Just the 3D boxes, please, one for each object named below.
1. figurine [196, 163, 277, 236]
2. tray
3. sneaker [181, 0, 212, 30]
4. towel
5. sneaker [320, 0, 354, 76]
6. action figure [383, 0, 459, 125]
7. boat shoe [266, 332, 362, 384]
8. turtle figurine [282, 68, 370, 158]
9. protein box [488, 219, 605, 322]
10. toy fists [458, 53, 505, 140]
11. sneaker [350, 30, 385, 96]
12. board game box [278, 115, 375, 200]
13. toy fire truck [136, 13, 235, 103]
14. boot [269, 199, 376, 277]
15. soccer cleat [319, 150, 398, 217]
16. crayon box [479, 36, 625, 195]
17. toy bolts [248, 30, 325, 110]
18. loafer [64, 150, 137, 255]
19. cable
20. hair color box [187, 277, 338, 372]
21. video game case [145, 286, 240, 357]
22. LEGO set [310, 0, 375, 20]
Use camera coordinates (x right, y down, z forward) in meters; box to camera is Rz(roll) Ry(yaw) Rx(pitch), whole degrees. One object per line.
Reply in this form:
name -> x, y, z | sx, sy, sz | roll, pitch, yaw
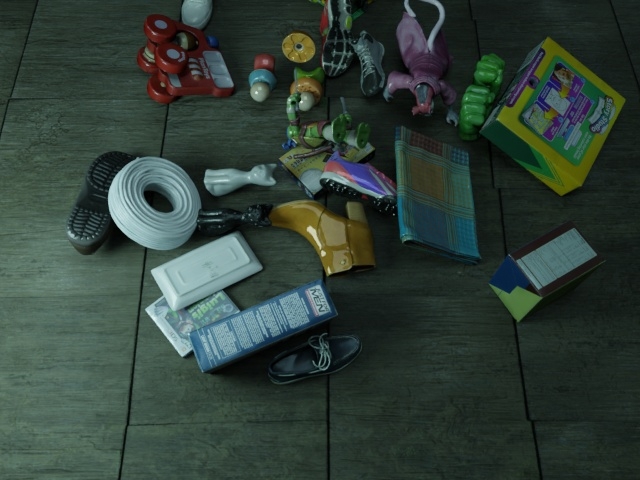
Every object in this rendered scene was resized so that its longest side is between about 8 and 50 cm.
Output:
figurine -> -0.221, -0.121, 1.699 | 0.210, 0.092, 0.214 | -5, 62, 19
tray -> -0.306, 0.073, 1.650 | 0.270, 0.030, 0.145 | -26, 67, -21
sneaker -> -0.411, -0.859, 2.039 | 0.108, 0.169, 0.292 | 8, 66, 1
towel -> 0.326, -0.131, 1.703 | 0.272, 0.040, 0.370 | 15, 61, -27
sneaker -> 0.046, -0.665, 1.983 | 0.107, 0.118, 0.278 | 7, 88, -23
action figure -> 0.333, -0.516, 1.837 | 0.248, 0.275, 0.370 | 9, 51, -2
boat shoe -> -0.014, 0.292, 1.542 | 0.255, 0.079, 0.095 | -14, 65, -7
turtle figurine -> 0.013, -0.357, 1.707 | 0.266, 0.198, 0.274 | 25, 71, 47
protein box -> 0.579, 0.082, 1.579 | 0.201, 0.200, 0.136 | -27, 68, -13
toy fists -> 0.492, -0.442, 1.850 | 0.096, 0.142, 0.279 | 17, 66, 23
sneaker -> 0.137, -0.567, 1.915 | 0.086, 0.132, 0.228 | -19, 52, 31
board game box -> 0.020, -0.248, 1.820 | 0.243, 0.042, 0.165 | -37, 70, -16
toy fire truck -> -0.426, -0.575, 1.925 | 0.254, 0.169, 0.302 | -8, 63, -31
boot -> 0.001, 0.000, 1.668 | 0.295, 0.104, 0.211 | -3, 64, -6
soccer cleat -> 0.160, -0.155, 1.723 | 0.318, 0.108, 0.116 | 20, 72, 0
crayon box -> 0.691, -0.368, 1.801 | 0.313, 0.106, 0.363 | 37, 69, -5
toy bolts -> -0.112, -0.502, 1.853 | 0.229, 0.218, 0.158 | 0, 51, 8
loafer -> -0.612, -0.108, 1.702 | 0.134, 0.130, 0.365 | 23, 48, -7
cable -> -0.444, -0.104, 1.663 | 0.257, 0.089, 0.257 | 41, 44, -13
hair color box -> -0.142, 0.216, 1.517 | 0.347, 0.174, 0.105 | -21, 80, -11
video game case -> -0.339, 0.188, 1.621 | 0.190, 0.022, 0.173 | -38, 71, -17
LEGO set -> 0.112, -0.913, 2.053 | 0.331, 0.192, 0.255 | -33, 69, -15
